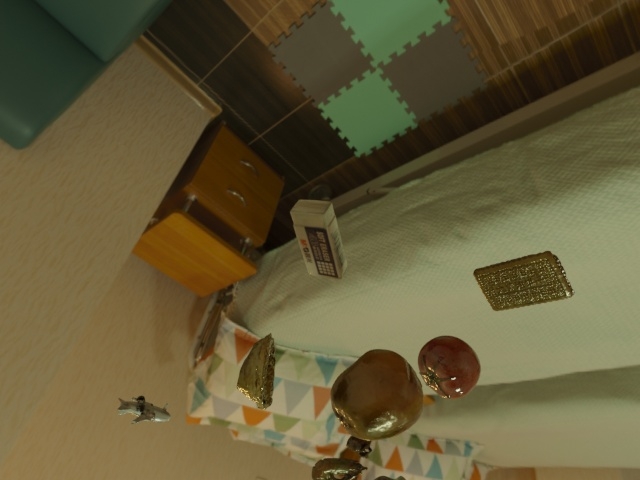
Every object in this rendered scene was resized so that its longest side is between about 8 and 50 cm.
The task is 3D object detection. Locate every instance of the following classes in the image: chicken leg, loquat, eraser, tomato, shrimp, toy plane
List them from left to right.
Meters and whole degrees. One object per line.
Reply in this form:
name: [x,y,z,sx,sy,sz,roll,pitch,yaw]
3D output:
toy plane: [-0.563,0.544,1.342,0.171,0.065,0.162,19,178,-24]
eraser: [0.000,0.000,1.367,0.124,0.081,0.279,7,133,26]
shrimp: [0.092,1.083,1.946,0.267,0.145,0.061,-3,170,-13]
chicken leg: [0.197,0.886,1.858,0.125,0.080,0.196,1,-175,32]
loquat: [0.180,0.489,1.309,0.284,0.276,0.276,-31,139,-14]
tomato: [0.560,0.540,1.809,0.265,0.265,0.265,8,141,7]

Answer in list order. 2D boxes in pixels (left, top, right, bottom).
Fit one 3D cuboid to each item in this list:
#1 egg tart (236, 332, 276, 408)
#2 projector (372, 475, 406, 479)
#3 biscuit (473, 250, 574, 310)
egg tart: [-0.185,0.390,1.245,0.098,0.252,0.231,5,98,3]
projector: [0.174,0.712,1.008,0.177,0.242,0.163,5,125,-47]
biscuit: [0.628,0.135,1.306,0.254,0.029,0.172,-23,105,40]
